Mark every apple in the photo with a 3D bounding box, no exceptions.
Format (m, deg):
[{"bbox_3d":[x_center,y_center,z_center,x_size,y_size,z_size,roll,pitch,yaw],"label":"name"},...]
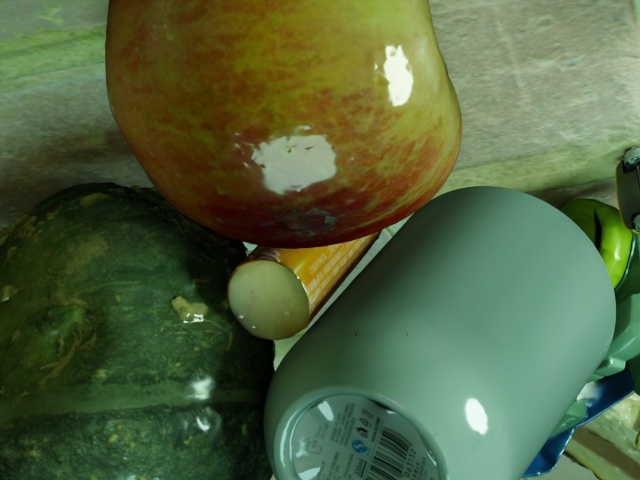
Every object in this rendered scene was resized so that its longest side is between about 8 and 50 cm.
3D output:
[{"bbox_3d":[-0.028,-0.078,1.238,0.251,0.163,0.293,-8,154,9],"label":"apple"}]

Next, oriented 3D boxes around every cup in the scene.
[{"bbox_3d":[0.093,0.103,1.379,0.205,0.205,0.312,-19,-167,32],"label":"cup"}]

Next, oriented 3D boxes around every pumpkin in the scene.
[{"bbox_3d":[-0.163,0.105,1.423,0.257,0.327,0.291,-6,161,-15],"label":"pumpkin"}]

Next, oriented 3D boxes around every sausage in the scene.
[{"bbox_3d":[0.000,0.000,1.406,0.071,0.071,0.234,-16,-164,27],"label":"sausage"}]

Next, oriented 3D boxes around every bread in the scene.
[{"bbox_3d":[0.328,0.209,1.815,0.224,0.211,0.183,-12,173,-25],"label":"bread"}]

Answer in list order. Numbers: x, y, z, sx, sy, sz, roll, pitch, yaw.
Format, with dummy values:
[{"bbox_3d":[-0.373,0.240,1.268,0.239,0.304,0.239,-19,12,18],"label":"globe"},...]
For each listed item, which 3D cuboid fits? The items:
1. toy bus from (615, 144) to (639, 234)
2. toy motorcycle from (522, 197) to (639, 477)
[{"bbox_3d":[0.326,-0.054,1.440,0.162,0.069,0.074,-22,152,33],"label":"toy bus"},{"bbox_3d":[0.227,0.107,1.633,0.191,0.200,0.326,17,147,-38],"label":"toy motorcycle"}]
